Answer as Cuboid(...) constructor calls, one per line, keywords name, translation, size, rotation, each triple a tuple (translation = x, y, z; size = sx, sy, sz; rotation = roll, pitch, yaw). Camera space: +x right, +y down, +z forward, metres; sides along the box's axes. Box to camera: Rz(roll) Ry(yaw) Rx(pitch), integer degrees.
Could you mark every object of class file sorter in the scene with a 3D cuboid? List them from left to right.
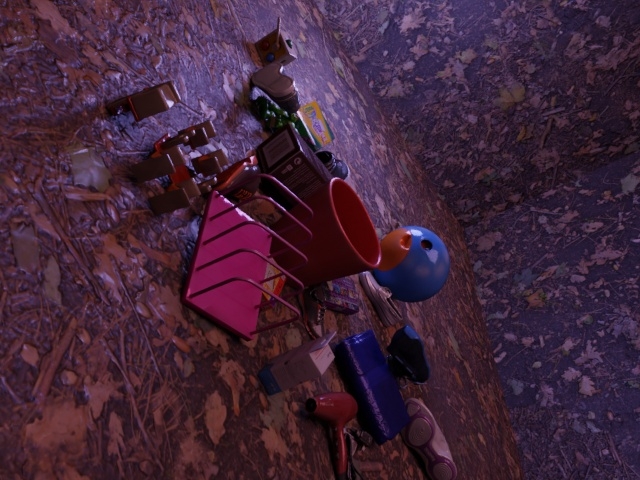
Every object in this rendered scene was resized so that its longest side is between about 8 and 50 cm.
Cuboid(name="file sorter", translation=(-0.140, 0.031, 1.350), size=(0.202, 0.182, 0.291), rotation=(39, 43, -37))

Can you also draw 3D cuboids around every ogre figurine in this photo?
Cuboid(name="ogre figurine", translation=(-0.137, -0.395, 2.046), size=(0.118, 0.097, 0.197), rotation=(12, 22, -49))

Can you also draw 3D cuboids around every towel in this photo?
Cuboid(name="towel", translation=(0.148, 0.425, 1.823), size=(0.227, 0.076, 0.308), rotation=(-3, 67, -63))

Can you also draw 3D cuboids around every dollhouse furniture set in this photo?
Cuboid(name="dollhouse furniture set", translation=(-0.342, -0.206, 1.369), size=(0.262, 0.135, 0.259), rotation=(-69, 141, -62))

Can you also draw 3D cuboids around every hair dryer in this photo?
Cuboid(name="hair dryer", translation=(0.056, 0.480, 1.533), size=(0.294, 0.080, 0.224), rotation=(55, 24, -21))

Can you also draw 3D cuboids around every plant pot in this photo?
Cuboid(name="plant pot", translation=(0.000, 0.000, 1.711), size=(0.275, 0.243, 0.275), rotation=(49, 26, -33))

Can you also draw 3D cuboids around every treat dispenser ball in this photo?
Cuboid(name="treat dispenser ball", translation=(0.341, 0.089, 2.328), size=(0.288, 0.288, 0.288), rotation=(49, 26, -34))

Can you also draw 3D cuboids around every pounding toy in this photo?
Cuboid(name="pounding toy", translation=(-0.161, -0.715, 2.269), size=(0.130, 0.141, 0.100), rotation=(67, 22, 6))

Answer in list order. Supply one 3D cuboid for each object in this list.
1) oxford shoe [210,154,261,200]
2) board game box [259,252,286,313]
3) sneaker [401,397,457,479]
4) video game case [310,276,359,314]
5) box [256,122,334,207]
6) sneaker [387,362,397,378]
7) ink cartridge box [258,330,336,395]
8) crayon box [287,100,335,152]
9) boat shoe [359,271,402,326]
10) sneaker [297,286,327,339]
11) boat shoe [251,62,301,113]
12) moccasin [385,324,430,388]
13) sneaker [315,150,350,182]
Cuboid(name="oxford shoe", translation=(-0.207, -0.148, 1.609), size=(0.098, 0.096, 0.271), rotation=(66, 21, -13))
Cuboid(name="board game box", translation=(-0.168, 0.061, 1.528), size=(0.194, 0.045, 0.147), rotation=(57, 23, -18))
Cuboid(name="sneaker", translation=(0.335, 0.633, 2.003), size=(0.152, 0.114, 0.305), rotation=(-81, 146, -77))
Cuboid(name="video game case", translation=(0.029, 0.116, 1.921), size=(0.232, 0.041, 0.210), rotation=(25, 43, -58))
Cuboid(name="box", translation=(-0.025, -0.160, 1.932), size=(0.381, 0.143, 0.191), rotation=(46, 14, -36))
Cuboid(name="sneaker", translation=(0.259, 0.426, 2.109), size=(0.135, 0.052, 0.058), rotation=(-38, 109, -59))
Cuboid(name="ink cartridge box", translation=(-0.039, 0.277, 1.402), size=(0.060, 0.180, 0.104), rotation=(63, 22, -4))
Cuboid(name="crayon box", translation=(-0.046, -0.409, 2.274), size=(0.165, 0.081, 0.278), rotation=(61, 22, -10))
Cuboid(name="boat shoe", translation=(0.222, 0.199, 2.226), size=(0.226, 0.075, 0.083), rotation=(61, 22, -9))
Cuboid(name="sneaker", translation=(-0.011, 0.201, 1.705), size=(0.061, 0.064, 0.158), rotation=(7, 60, -65))
Cuboid(name="boat shoe", translation=(-0.144, -0.507, 2.064), size=(0.099, 0.116, 0.319), rotation=(61, -4, -35))
Cuboid(name="moccasin", translation=(0.259, 0.372, 1.951), size=(0.138, 0.116, 0.342), rotation=(46, -13, 39))
Cuboid(name="sneaker", translation=(0.037, -0.271, 2.238), size=(0.296, 0.104, 0.147), rotation=(-67, 148, -58))
